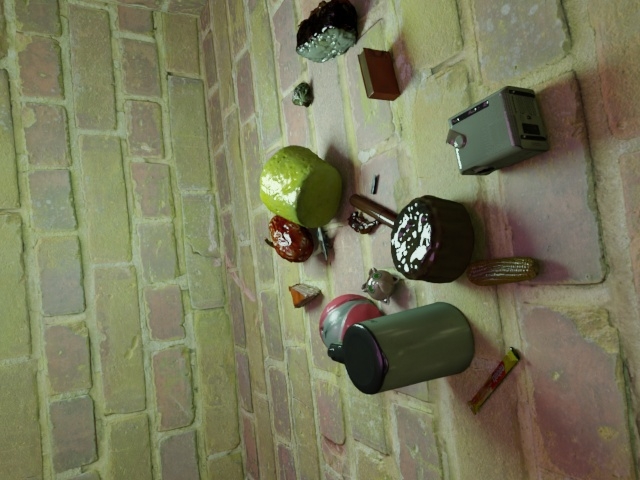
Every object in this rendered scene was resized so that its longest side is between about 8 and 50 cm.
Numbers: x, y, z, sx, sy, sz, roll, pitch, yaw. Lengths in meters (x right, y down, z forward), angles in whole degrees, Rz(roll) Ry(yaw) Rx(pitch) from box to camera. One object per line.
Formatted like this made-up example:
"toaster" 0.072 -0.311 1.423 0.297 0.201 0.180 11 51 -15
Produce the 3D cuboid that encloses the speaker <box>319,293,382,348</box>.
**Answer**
"speaker" 0.140 0.379 1.944 0.294 0.294 0.295 14 107 59

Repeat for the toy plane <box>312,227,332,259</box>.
"toy plane" 0.015 0.001 2.198 0.234 0.082 0.160 103 157 -50

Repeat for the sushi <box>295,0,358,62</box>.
"sushi" 0.027 -0.893 1.965 0.343 0.196 0.182 -4 73 55

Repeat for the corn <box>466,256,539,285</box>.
"corn" 0.526 0.090 1.324 0.231 0.080 0.080 -13 83 58

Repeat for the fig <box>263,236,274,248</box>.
"fig" -0.186 0.023 2.417 0.175 0.206 0.175 -4 -90 -90

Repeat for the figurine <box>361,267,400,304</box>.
"figurine" 0.235 0.176 1.798 0.138 0.125 0.125 25 117 39

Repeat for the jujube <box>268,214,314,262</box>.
"jujube" -0.148 -0.013 2.241 0.290 0.197 0.197 52 137 36

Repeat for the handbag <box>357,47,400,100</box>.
"handbag" 0.216 -0.621 1.705 0.062 0.127 0.190 -32 66 58

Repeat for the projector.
"projector" 0.477 -0.290 1.266 0.242 0.163 0.178 -20 76 55

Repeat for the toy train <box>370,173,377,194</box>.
"toy train" 0.220 -0.230 1.867 0.017 0.017 0.084 34 124 51

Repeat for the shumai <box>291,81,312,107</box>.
"shumai" -0.081 -0.710 2.261 0.087 0.098 0.124 44 136 27

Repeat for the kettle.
"kettle" 0.250 0.353 1.540 0.361 0.376 0.250 -3 92 60

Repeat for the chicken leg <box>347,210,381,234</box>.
"chicken leg" 0.178 -0.069 1.935 0.219 0.048 0.090 27 121 56

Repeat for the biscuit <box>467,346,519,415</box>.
"biscuit" 0.533 0.439 1.414 0.048 0.026 0.292 -101 24 -52

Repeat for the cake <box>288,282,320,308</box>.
"cake" -0.083 0.296 2.407 0.287 0.098 0.135 172 94 -65

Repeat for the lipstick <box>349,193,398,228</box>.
"lipstick" 0.228 -0.112 1.833 0.356 0.057 0.057 37 125 53

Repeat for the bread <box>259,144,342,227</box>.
"bread" -0.078 -0.240 2.079 0.307 0.347 0.349 32 121 47

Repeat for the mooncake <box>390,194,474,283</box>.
"mooncake" 0.350 -0.005 1.485 0.290 0.161 0.291 -173 90 -69
